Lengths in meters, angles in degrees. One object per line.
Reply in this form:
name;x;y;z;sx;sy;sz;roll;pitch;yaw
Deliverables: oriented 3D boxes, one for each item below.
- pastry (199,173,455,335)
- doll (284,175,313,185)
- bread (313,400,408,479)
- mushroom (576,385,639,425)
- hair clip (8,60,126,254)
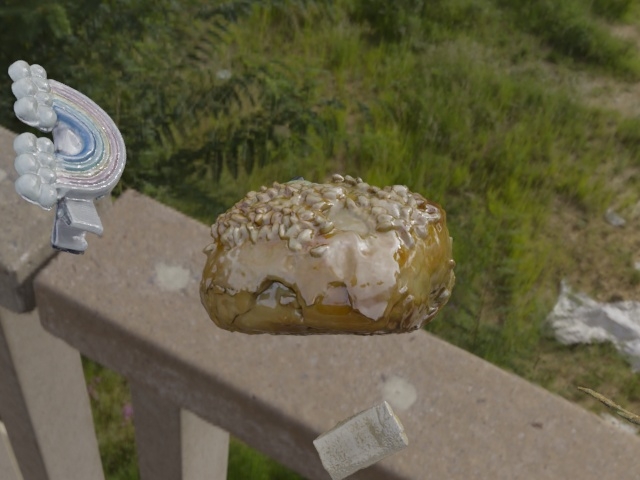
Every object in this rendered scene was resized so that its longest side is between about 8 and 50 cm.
pastry;0.011;0.018;0.854;0.255;0.311;0.162;-3;82;6
doll;-0.001;-0.002;1.298;0.234;0.143;0.135;38;77;24
bread;0.076;0.292;1.263;0.105;0.152;0.077;-9;69;-62
mushroom;0.433;0.238;1.049;0.028;0.026;0.286;-57;37;-2
hair clip;-0.287;-0.095;0.962;0.140;0.054;0.220;12;57;-41
